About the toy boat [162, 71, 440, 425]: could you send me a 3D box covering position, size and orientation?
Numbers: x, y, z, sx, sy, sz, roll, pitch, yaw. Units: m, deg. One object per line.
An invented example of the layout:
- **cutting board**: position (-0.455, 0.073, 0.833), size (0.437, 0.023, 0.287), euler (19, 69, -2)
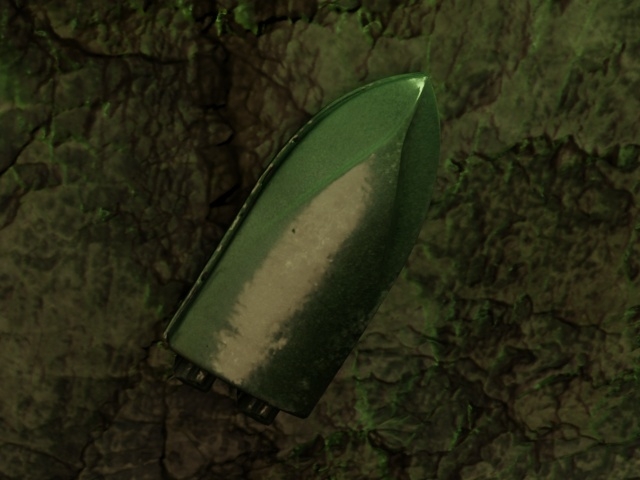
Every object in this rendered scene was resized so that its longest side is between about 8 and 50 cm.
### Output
- **toy boat**: position (0.000, 0.000, 0.755), size (0.141, 0.092, 0.319), euler (31, 99, -14)
